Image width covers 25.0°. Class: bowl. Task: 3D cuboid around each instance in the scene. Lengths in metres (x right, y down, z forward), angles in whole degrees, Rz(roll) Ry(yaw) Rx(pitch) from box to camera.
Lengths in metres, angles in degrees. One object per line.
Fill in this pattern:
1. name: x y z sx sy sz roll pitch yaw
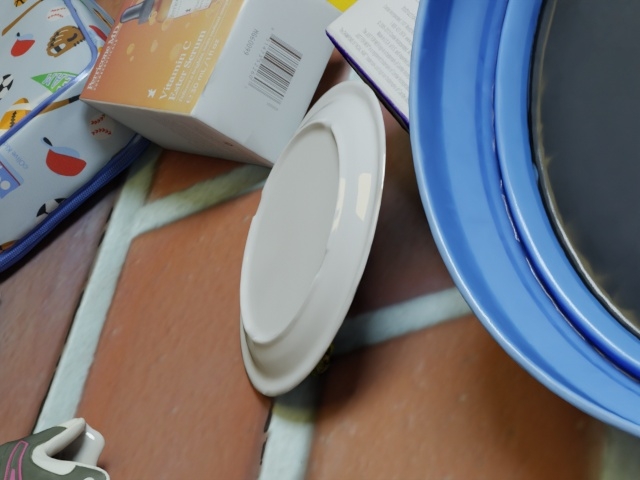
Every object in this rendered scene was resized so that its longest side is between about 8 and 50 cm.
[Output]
1. bowl: 0.216 -0.094 0.634 0.391 0.077 0.391 -11 74 39

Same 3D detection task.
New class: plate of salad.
1. plate of salad: 0.000 0.000 0.883 0.200 0.048 0.199 -48 33 47

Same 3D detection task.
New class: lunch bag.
1. lunch bag: -0.278 -0.110 1.274 0.243 0.115 0.303 -42 34 4

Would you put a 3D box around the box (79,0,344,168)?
1. box: -0.084 -0.137 1.096 0.170 0.091 0.130 13 77 51

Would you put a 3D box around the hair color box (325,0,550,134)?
1. hair color box: 0.184 -0.173 0.874 0.339 0.110 0.185 -41 32 5

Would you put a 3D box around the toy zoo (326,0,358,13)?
1. toy zoo: 0.089 -0.256 1.133 0.293 0.030 0.192 -43 33 -1

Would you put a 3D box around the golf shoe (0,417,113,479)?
1. golf shoe: -0.151 0.187 0.817 0.120 0.105 0.273 -38 33 -7
